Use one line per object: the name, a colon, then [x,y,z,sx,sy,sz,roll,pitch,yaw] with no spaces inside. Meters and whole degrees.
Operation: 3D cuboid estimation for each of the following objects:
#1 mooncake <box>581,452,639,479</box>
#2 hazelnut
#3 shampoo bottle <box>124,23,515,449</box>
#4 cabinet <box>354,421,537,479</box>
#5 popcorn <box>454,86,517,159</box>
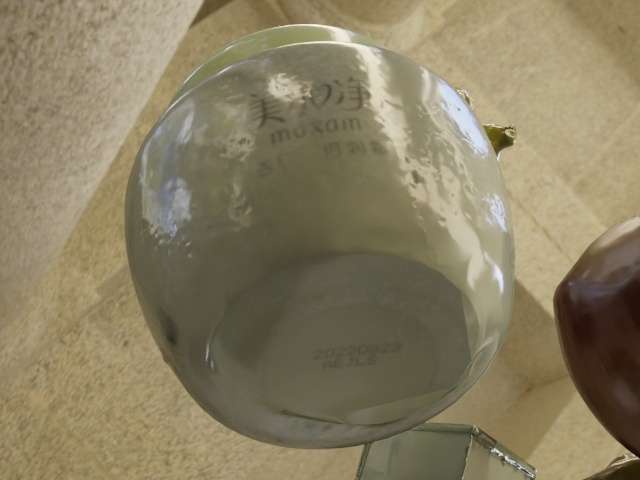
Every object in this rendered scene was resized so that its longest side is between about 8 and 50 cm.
mooncake: [0.434,0.406,1.372,0.235,0.235,0.117,1,-131,-26]
hazelnut: [0.487,0.109,1.161,0.366,0.366,0.365,10,-115,-22]
shampoo bottle: [0.000,0.000,0.783,0.322,0.322,0.317,9,-138,-22]
cabinet: [0.123,0.323,1.030,0.145,0.150,0.206,38,-121,-38]
popcorn: [0.181,-0.175,1.776,0.279,0.335,0.274,44,-159,-29]
